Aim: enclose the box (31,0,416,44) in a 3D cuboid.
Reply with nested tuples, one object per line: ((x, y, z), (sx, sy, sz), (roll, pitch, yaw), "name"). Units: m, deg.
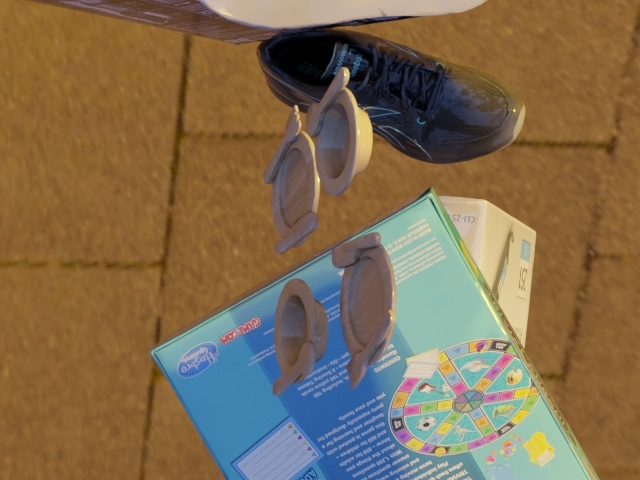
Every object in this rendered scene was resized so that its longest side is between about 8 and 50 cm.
((-0.091, -0.225, 1.394), (0.242, 0.307, 0.076), (8, 87, -32), "box")

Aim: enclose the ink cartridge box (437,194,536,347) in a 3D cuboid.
((0.144, 0.101, 1.680), (0.066, 0.296, 0.261), (6, 87, 17), "ink cartridge box")

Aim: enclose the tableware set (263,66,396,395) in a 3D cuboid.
((0.000, 0.000, 0.891), (0.020, 0.168, 0.141), (3, 159, -23), "tableware set")

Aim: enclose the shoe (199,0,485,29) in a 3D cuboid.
((0.003, -0.156, 0.870), (0.178, 0.081, 0.063), (-4, 138, -28), "shoe")

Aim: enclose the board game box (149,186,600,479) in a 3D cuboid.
((0.061, 0.165, 1.371), (0.254, 0.079, 0.336), (-29, 94, 8), "board game box")

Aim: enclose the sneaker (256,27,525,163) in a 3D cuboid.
((0.060, -0.141, 1.639), (0.267, 0.106, 0.101), (14, 84, 16), "sneaker")
